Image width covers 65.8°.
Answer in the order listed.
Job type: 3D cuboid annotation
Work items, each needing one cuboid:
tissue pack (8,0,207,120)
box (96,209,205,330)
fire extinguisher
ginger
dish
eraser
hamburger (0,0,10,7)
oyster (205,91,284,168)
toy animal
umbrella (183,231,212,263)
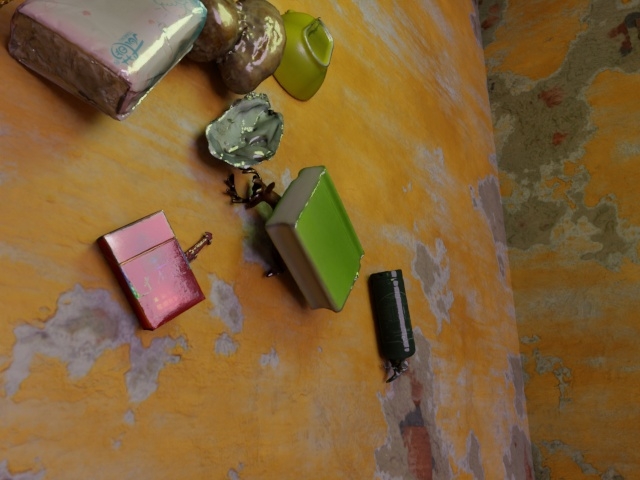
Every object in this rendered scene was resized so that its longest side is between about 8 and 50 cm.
[{"bbox_3d":[-0.337,-0.352,0.823,0.202,0.124,0.271,31,51,-12],"label":"tissue pack"},{"bbox_3d":[-0.282,0.050,0.837,0.112,0.048,0.175,-33,105,-37],"label":"box"},{"bbox_3d":[0.207,0.241,1.421,0.115,0.095,0.310,-8,82,-17],"label":"fire extinguisher"},{"bbox_3d":[-0.202,-0.454,1.041,0.304,0.155,0.244,23,76,-55],"label":"ginger"},{"bbox_3d":[-0.035,-0.519,1.337,0.221,0.109,0.262,50,43,-32],"label":"dish"},{"bbox_3d":[0.000,0.000,1.129,0.274,0.092,0.210,61,41,-37],"label":"eraser"},{"bbox_3d":[-0.473,-0.368,0.682,0.087,0.137,0.165,83,21,-53],"label":"hamburger"},{"bbox_3d":[-0.163,-0.248,1.090,0.200,0.087,0.251,13,48,-30],"label":"oyster"},{"bbox_3d":[-0.089,-0.044,1.122,0.260,0.087,0.243,-1,78,-57],"label":"toy animal"},{"bbox_3d":[-0.250,0.031,0.931,0.027,0.025,0.165,46,40,-10],"label":"umbrella"}]
